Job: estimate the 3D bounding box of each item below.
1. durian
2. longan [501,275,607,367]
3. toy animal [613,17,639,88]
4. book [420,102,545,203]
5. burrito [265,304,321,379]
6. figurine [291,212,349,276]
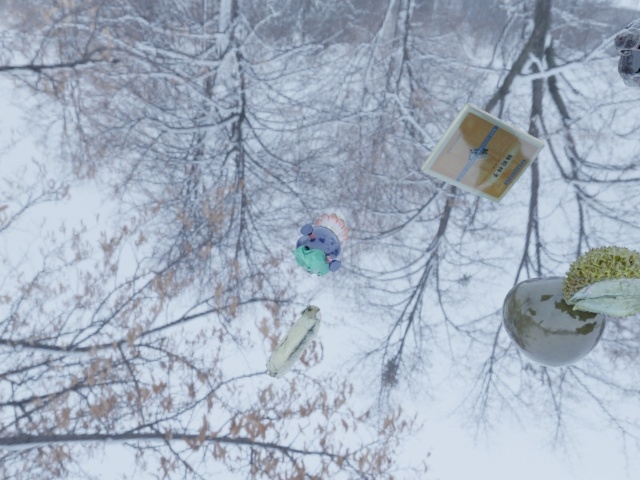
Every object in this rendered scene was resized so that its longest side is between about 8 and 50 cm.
[{"bbox_3d":[0.662,0.084,1.177,0.237,0.193,0.138,17,-130,-4],"label":"durian"},{"bbox_3d":[0.585,0.195,1.341,0.246,0.246,0.215,20,-178,24],"label":"longan"},{"bbox_3d":[0.888,-0.444,1.286,0.344,0.194,0.302,18,-165,34],"label":"toy animal"},{"bbox_3d":[0.355,-0.181,1.162,0.241,0.170,0.018,16,-149,-29],"label":"book"},{"bbox_3d":[-0.042,0.173,0.889,0.041,0.185,0.045,1,-131,-37],"label":"burrito"},{"bbox_3d":[0.000,0.000,1.146,0.111,0.102,0.195,43,-150,-8],"label":"figurine"}]
